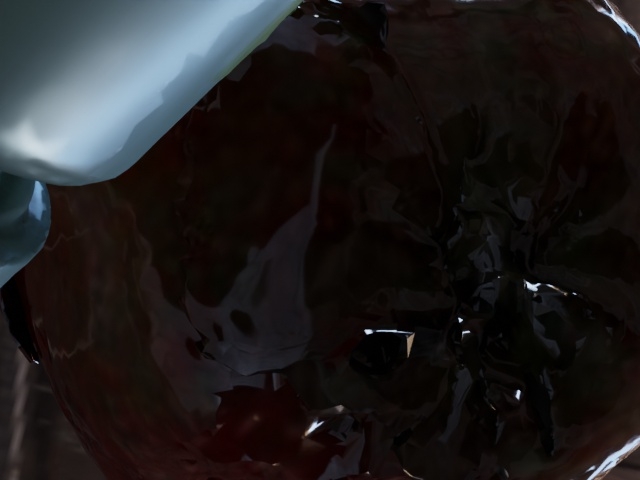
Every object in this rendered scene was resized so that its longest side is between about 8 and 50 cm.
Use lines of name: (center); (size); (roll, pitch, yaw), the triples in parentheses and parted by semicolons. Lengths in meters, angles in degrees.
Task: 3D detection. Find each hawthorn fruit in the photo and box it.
hawthorn fruit: (0.000, 0.000, 0.558); (0.181, 0.181, 0.235); (-65, -163, 0)

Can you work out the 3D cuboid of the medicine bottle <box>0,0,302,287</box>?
medicine bottle: (-0.029, -0.126, 0.342); (0.318, 0.158, 0.158); (-43, -121, 13)
